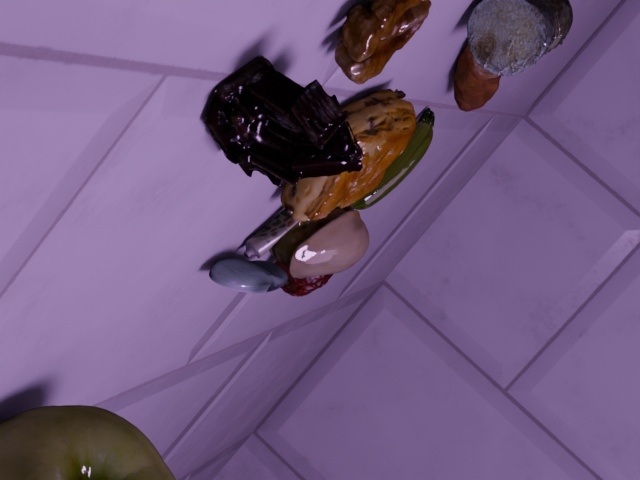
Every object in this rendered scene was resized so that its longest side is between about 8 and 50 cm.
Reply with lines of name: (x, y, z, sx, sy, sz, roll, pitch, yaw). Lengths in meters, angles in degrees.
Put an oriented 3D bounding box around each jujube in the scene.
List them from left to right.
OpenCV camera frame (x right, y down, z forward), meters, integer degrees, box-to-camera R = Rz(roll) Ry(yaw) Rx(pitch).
jujube: (-0.011, 0.030, 2.273, 0.176, 0.112, 0.109, -45, 129, -35)

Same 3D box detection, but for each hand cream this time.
hand cream: (-0.064, -0.028, 2.018, 0.165, 0.037, 0.057, -43, -149, -17)

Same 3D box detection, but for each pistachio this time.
pistachio: (0.000, 0.000, 2.136, 0.215, 0.144, 0.144, -14, 148, -45)

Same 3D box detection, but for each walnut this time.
walnut: (0.079, -0.281, 1.586, 0.170, 0.069, 0.143, -43, 168, -30)

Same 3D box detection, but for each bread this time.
bread: (0.054, -0.134, 1.945, 0.235, 0.099, 0.210, -35, 163, -50)

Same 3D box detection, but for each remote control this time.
remote control: (-0.115, 0.053, 1.995, 0.256, 0.097, 0.045, -8, 119, -78)

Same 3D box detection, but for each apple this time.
apple: (-0.361, 0.403, 1.621, 0.357, 0.357, 0.357, -46, 170, -11)

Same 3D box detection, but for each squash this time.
squash: (0.146, -0.150, 2.356, 0.252, 0.066, 0.066, -46, 170, -9)

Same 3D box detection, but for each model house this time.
model house: (-0.035, -0.125, 1.449, 0.141, 0.164, 0.203, -53, 168, 1)

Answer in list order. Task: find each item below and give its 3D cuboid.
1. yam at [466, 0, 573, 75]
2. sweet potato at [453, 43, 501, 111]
yam: (0.345, -0.374, 2.101, 0.154, 0.154, 0.254, -54, 175, 31)
sweet potato: (0.298, -0.309, 2.313, 0.097, 0.097, 0.252, -44, 168, -19)
